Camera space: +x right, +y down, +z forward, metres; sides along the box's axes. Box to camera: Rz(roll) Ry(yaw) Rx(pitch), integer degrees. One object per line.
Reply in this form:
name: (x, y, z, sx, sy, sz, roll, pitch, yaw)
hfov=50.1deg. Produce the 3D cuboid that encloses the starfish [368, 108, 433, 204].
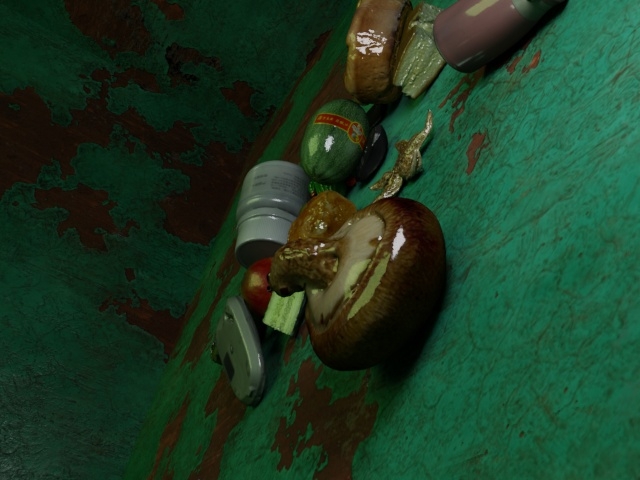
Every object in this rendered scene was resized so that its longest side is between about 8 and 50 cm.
starfish: (0.186, -0.184, 1.618, 0.277, 0.062, 0.236, -62, 15, 10)

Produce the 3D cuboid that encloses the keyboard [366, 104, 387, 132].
keyboard: (0.114, -0.328, 2.146, 0.317, 0.027, 0.106, -43, 28, 50)

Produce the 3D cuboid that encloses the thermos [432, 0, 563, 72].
thermos: (0.373, -0.464, 1.375, 0.176, 0.146, 0.265, -43, 11, -35)

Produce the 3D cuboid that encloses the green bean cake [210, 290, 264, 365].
green bean cake: (-0.255, 0.280, 2.158, 0.200, 0.113, 0.214, -55, 17, 28)

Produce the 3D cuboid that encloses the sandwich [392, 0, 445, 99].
sandwich: (0.266, -0.489, 1.764, 0.128, 0.122, 0.236, -44, 26, 58)

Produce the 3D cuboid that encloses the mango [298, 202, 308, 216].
mango: (-0.016, -0.035, 1.936, 0.191, 0.085, 0.122, -108, 14, -57)

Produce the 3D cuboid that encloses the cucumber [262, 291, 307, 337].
cucumber: (-0.066, 0.138, 1.842, 0.115, 0.063, 0.244, 10, 73, 37)

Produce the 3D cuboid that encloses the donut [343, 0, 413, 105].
donut: (0.164, -0.535, 1.916, 0.299, 0.150, 0.317, -22, -60, -67)

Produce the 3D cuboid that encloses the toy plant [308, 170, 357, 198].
toy plant: (0.042, -0.167, 2.005, 0.154, 0.088, 0.240, -46, 28, 0)

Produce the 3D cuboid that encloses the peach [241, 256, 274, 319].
peach: (-0.129, 0.142, 1.971, 0.190, 0.192, 0.190, -51, -25, -35)

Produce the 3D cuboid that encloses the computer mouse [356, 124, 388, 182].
computer mouse: (0.144, -0.229, 1.844, 0.099, 0.057, 0.172, -95, 23, -61)

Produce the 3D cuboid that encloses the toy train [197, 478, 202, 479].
toy train: (-0.357, 0.738, 1.780, 0.136, 0.091, 0.228, 121, 167, -53)

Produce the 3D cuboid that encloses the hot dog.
hot dog: (0.000, 0.000, 1.772, 0.153, 0.150, 0.257, -34, 31, 40)

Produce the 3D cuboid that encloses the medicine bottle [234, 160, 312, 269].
medicine bottle: (-0.140, -0.067, 2.118, 0.245, 0.245, 0.306, -45, 29, 48)

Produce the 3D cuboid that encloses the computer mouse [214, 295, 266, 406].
computer mouse: (-0.212, 0.302, 1.912, 0.331, 0.095, 0.197, 63, 143, 41)

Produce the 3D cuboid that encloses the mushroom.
mushroom: (0.057, 0.072, 1.240, 0.345, 0.259, 0.345, -55, 17, 27)

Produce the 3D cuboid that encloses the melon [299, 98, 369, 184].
melon: (0.044, -0.287, 1.926, 0.182, 0.182, 0.288, -35, 32, 59)
